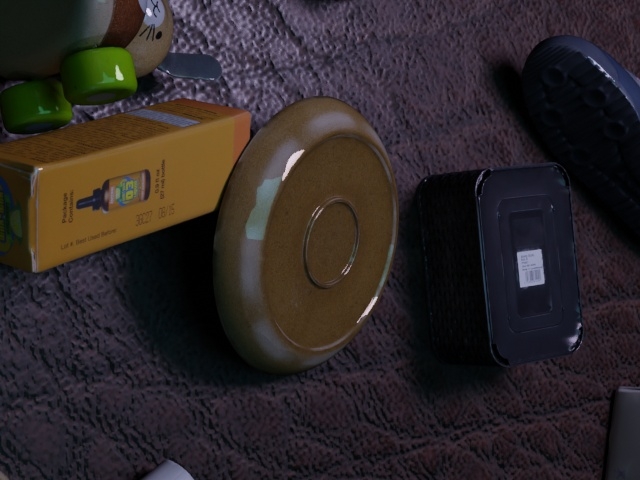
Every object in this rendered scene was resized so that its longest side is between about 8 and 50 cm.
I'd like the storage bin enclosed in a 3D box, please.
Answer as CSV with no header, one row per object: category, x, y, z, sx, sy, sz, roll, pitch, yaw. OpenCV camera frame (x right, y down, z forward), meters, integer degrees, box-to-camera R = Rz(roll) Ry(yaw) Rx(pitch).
storage bin,0.168,0.022,1.291,0.122,0.084,0.180,-7,91,-37

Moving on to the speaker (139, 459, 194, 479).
speaker,-0.151,0.228,1.061,0.136,0.055,0.055,-38,109,-32

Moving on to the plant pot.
plant pot,0.000,0.000,1.148,0.236,0.032,0.236,-22,118,-49

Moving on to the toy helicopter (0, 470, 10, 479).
toy helicopter,-0.314,0.084,0.901,0.235,0.140,0.355,-38,114,-32

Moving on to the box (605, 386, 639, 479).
box,0.429,0.230,1.468,0.275,0.094,0.113,14,79,-36

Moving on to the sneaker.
sneaker,0.317,-0.115,1.412,0.319,0.112,0.131,45,47,-29

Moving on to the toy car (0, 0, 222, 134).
toy car,-0.147,-0.169,1.041,0.188,0.149,0.155,-5,81,-48

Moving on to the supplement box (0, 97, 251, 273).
supplement box,-0.150,-0.046,1.016,0.233,0.080,0.078,-23,123,-53
